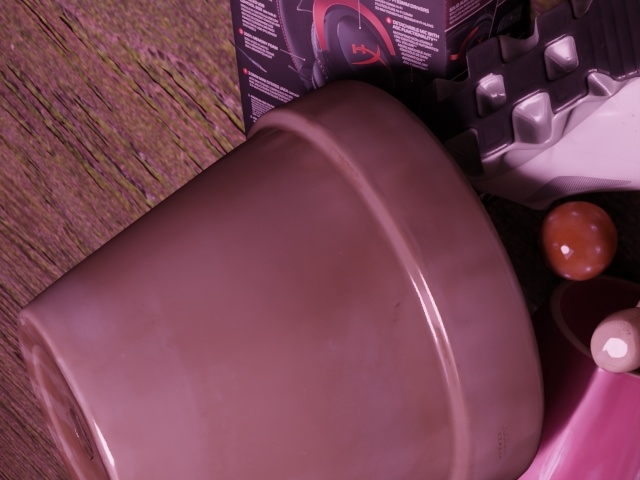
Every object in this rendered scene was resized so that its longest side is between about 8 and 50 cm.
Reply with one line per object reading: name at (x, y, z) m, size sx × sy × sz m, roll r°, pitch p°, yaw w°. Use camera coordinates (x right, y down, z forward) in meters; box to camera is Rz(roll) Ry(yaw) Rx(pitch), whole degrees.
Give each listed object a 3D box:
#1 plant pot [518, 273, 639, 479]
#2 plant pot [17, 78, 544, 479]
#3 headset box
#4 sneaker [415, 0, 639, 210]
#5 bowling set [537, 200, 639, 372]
plant pot at (0.212, 0.135, 1.134) m, size 0.201 × 0.201 × 0.180 m, roll 34°, pitch 128°, yaw 23°
plant pot at (-0.047, 0.084, 1.016) m, size 0.323 × 0.280 × 0.323 m, roll 50°, pitch 154°, yaw 35°
headset box at (0.041, -0.175, 1.098) m, size 0.218 × 0.110 × 0.293 m, roll 26°, pitch 139°, yaw 32°
sneaker at (0.233, -0.110, 0.948) m, size 0.330 × 0.122 × 0.146 m, roll -22°, pitch 142°, yaw 38°
bowling set at (0.260, 0.021, 0.962) m, size 0.200 × 0.154 × 0.287 m, roll 42°, pitch 117°, yaw 22°
